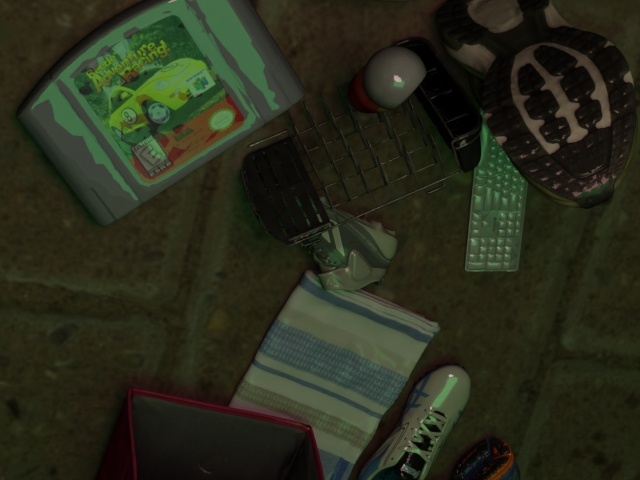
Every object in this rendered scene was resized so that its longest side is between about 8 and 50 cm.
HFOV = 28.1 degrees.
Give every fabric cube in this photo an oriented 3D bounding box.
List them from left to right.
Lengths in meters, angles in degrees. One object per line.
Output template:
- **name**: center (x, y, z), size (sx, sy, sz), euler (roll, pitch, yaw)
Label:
- **fabric cube**: center (-0.151, 0.378, 1.573), size (0.254, 0.259, 0.258), euler (15, 117, -20)

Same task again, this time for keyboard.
- **keyboard**: center (0.228, -0.078, 1.623), size (0.072, 0.014, 0.256), euler (-2, 113, -12)

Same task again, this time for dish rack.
- **dish rack**: center (0.038, -0.109, 1.466), size (0.271, 0.208, 0.074), euler (-24, 131, -1)

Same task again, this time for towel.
- **towel**: center (0.006, 0.189, 1.673), size (0.209, 0.034, 0.285), euler (25, 105, -21)

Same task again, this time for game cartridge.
- **game cartridge**: center (-0.187, -0.169, 1.466), size (0.294, 0.060, 0.196), euler (-33, 112, 2)

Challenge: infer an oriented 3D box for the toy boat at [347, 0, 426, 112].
- **toy boat**: center (0.070, -0.293, 1.375), size (0.267, 0.148, 0.318), euler (0, 88, -13)

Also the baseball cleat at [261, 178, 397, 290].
- **baseball cleat**: center (0.000, 0.000, 1.559), size (0.206, 0.072, 0.109), euler (22, 85, -21)

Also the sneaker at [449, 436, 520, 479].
- **sneaker**: center (0.191, 0.372, 1.771), size (0.221, 0.083, 0.087), euler (-37, 124, 8)

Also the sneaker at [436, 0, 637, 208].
- **sneaker**: center (0.254, -0.139, 1.397), size (0.158, 0.410, 0.182), euler (-23, 125, 7)

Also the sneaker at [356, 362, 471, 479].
- **sneaker**: center (0.131, 0.271, 1.709), size (0.085, 0.086, 0.237), euler (28, 102, -21)
